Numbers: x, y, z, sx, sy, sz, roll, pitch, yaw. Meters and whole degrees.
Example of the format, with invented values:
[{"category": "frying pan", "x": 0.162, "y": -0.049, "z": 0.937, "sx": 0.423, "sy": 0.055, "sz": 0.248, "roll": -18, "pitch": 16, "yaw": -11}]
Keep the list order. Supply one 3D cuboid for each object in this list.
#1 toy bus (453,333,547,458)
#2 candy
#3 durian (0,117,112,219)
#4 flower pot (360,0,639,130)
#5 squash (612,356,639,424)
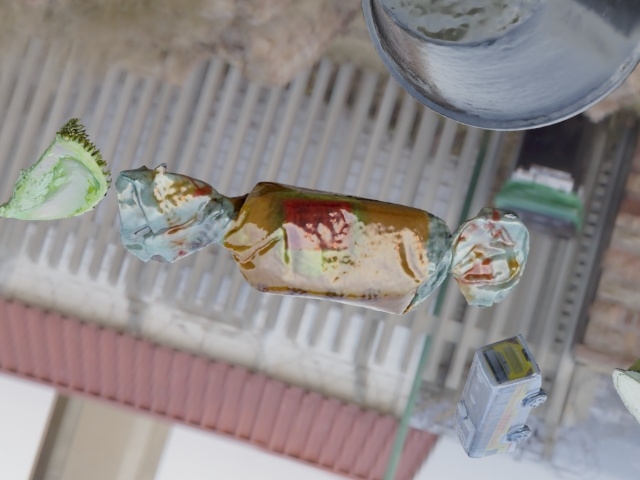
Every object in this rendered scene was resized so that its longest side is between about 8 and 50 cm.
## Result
[{"category": "toy bus", "x": 0.194, "y": 0.176, "z": 1.404, "sx": 0.075, "sy": 0.064, "sz": 0.190, "roll": -15, "pitch": 148, "yaw": -15}, {"category": "candy", "x": 0.000, "y": 0.000, "z": 0.558, "sx": 0.182, "sy": 0.053, "sz": 0.046, "roll": 9, "pitch": -175, "yaw": -11}, {"category": "durian", "x": -0.284, "y": -0.067, "z": 1.338, "sx": 0.100, "sy": 0.086, "sz": 0.215, "roll": -12, "pitch": 163, "yaw": -39}, {"category": "flower pot", "x": 0.192, "y": -0.303, "z": 1.440, "sx": 0.379, "sy": 0.380, "sz": 0.251, "roll": 15, "pitch": -172, "yaw": 17}, {"category": "squash", "x": 0.235, "y": 0.038, "z": 0.598, "sx": 0.095, "sy": 0.188, "sz": 0.095, "roll": 49, "pitch": 174, "yaw": 7}]
